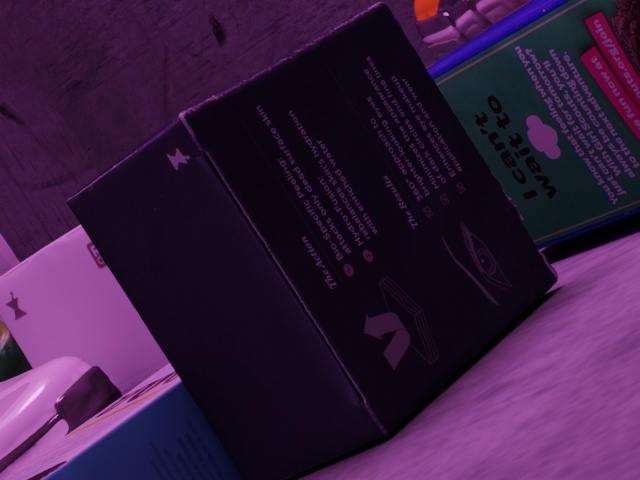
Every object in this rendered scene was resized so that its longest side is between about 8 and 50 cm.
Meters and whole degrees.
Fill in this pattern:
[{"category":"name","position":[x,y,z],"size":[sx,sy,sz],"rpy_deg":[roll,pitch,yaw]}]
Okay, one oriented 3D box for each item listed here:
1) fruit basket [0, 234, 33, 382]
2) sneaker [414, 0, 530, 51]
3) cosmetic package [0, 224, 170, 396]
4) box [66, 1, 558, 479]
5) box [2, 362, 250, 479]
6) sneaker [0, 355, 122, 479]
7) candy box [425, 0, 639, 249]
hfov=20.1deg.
[{"category":"fruit basket","position":[-0.385,0.086,1.462],"size":[0.327,0.353,0.165],"rpy_deg":[-30,18,12]},{"category":"sneaker","position":[0.132,-0.245,1.078],"size":[0.125,0.180,0.321],"rpy_deg":[-30,-2,-37]},{"category":"cosmetic package","position":[-0.116,0.040,1.353],"size":[0.151,0.151,0.184],"rpy_deg":[-30,3,35]},{"category":"box","position":[0.000,0.000,0.805],"size":[0.093,0.156,0.158],"rpy_deg":[-30,4,42]},{"category":"box","position":[-0.068,0.096,0.833],"size":[0.100,0.060,0.244],"rpy_deg":[-29,4,43]},{"category":"sneaker","position":[-0.373,0.140,1.276],"size":[0.447,0.257,0.169],"rpy_deg":[-30,3,17]},{"category":"candy box","position":[0.221,-0.121,0.895],"size":[0.268,0.122,0.317],"rpy_deg":[-33,2,-29]}]
